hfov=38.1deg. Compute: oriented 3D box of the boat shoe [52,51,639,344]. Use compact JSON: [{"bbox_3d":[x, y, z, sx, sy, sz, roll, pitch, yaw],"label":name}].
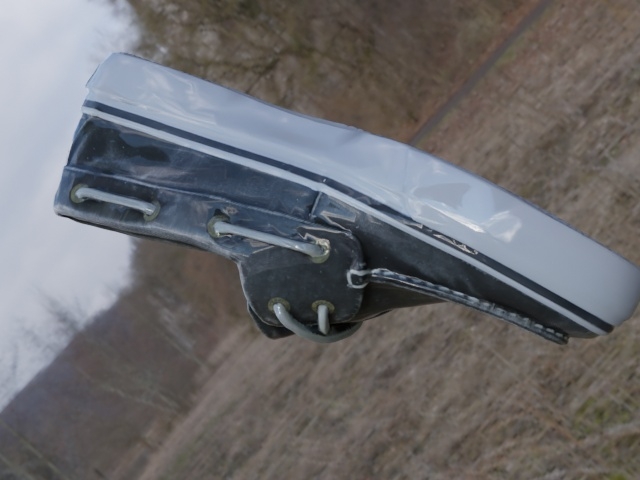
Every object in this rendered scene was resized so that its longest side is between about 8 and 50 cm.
[{"bbox_3d":[0.000,0.000,0.511,0.121,0.335,0.119,25,-93,-65],"label":"boat shoe"}]
